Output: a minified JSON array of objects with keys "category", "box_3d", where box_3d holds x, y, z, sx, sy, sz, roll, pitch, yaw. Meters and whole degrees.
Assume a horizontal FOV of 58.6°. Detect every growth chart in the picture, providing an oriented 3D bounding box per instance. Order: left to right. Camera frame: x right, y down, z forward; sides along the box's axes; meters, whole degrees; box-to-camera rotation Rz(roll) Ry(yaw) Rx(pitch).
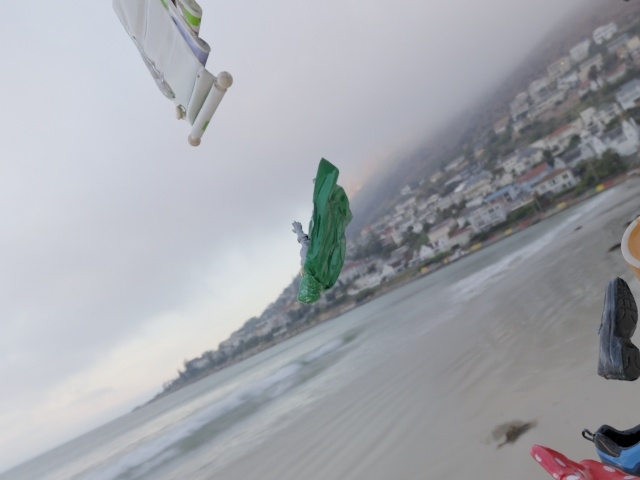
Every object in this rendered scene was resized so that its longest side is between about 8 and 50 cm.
[{"category":"growth chart","box_3d":[-0.164,-0.224,0.573,0.021,0.237,0.172,-32,5,-30]}]

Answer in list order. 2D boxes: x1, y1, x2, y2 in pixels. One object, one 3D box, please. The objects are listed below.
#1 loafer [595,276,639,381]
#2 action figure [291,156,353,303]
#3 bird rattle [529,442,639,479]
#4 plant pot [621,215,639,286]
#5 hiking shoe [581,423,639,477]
[{"category":"loafer","box_3d":[0.477,0.144,0.934,0.062,0.169,0.061,19,-22,-23]},{"category":"action figure","box_3d":[0.000,0.000,0.870,0.064,0.137,0.232,-13,43,25]},{"category":"bird rattle","box_3d":[0.276,0.134,0.346,0.254,0.143,0.206,5,-35,-8]},{"category":"plant pot","box_3d":[0.684,0.036,1.083,0.188,0.205,0.205,30,-41,-26]},{"category":"hiking shoe","box_3d":[0.609,0.337,0.942,0.304,0.132,0.113,-30,-5,27]}]
